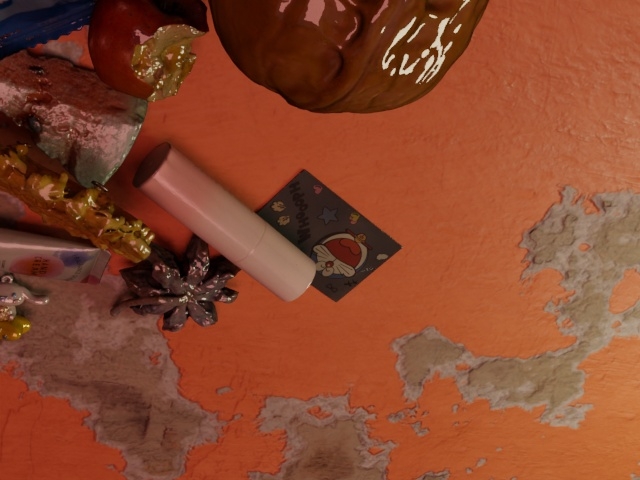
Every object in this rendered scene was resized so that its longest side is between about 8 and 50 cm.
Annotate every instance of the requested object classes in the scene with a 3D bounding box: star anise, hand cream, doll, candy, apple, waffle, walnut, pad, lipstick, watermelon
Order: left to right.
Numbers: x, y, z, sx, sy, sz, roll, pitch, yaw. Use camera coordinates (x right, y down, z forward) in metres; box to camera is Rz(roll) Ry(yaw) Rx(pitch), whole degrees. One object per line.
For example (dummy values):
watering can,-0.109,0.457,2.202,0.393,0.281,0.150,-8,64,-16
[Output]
candy,-0.427,-0.386,1.163,0.187,0.077,0.331,-14,132,12
hand cream,-0.514,0.017,1.449,0.340,0.078,0.124,13,146,-19
doll,-0.527,0.109,1.535,0.135,0.071,0.113,-13,109,-6
waffle,-0.376,-0.059,1.309,0.325,0.302,0.068,33,77,-33
watermelon,-0.374,-0.190,1.311,0.241,0.094,0.154,29,110,-27
apple,-0.239,-0.271,1.227,0.147,0.156,0.158,30,129,-8
star anise,-0.245,0.086,1.538,0.262,0.081,0.230,-24,137,7
lipstick,-0.148,-0.024,1.456,0.087,0.087,0.327,-39,120,20
pad,0.000,0.000,1.553,0.170,0.006,0.245,-40,122,21
walnut,0.043,-0.337,1.115,0.354,0.308,0.398,14,122,-16
